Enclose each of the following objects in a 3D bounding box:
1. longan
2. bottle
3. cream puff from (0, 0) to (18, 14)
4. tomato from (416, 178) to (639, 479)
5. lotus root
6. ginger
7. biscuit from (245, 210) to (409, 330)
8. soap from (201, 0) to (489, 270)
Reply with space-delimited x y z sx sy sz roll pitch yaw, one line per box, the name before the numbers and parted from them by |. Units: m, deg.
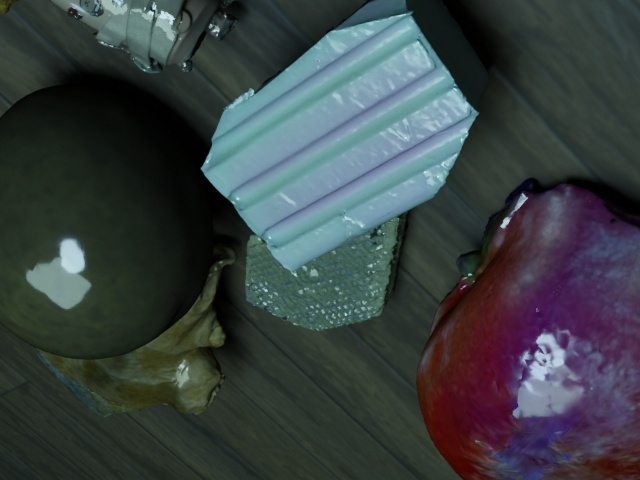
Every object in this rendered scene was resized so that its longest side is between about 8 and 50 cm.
longan | -0.215 -0.016 1.077 0.248 0.248 0.248 19 142 16
bottle | -0.142 -0.191 0.928 0.152 0.099 0.099 34 144 -9
cream puff | -0.278 -0.249 0.931 0.165 0.115 0.150 22 130 47
tomato | 0.219 0.130 0.971 0.289 0.176 0.335 28 142 0
lotus root | -0.279 0.130 1.399 0.113 0.088 0.192 -7 129 48
ginger | -0.175 0.090 1.245 0.219 0.123 0.270 48 140 -15
biscuit | 0.000 0.000 1.082 0.147 0.046 0.250 22 142 12
soap | 0.025 -0.090 0.891 0.230 0.091 0.145 -28 109 36
